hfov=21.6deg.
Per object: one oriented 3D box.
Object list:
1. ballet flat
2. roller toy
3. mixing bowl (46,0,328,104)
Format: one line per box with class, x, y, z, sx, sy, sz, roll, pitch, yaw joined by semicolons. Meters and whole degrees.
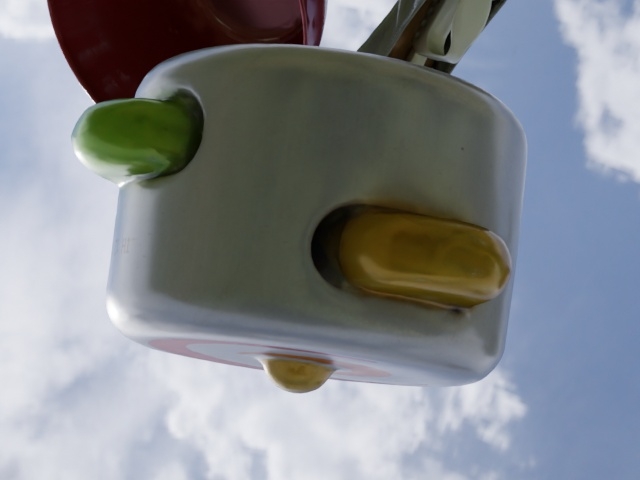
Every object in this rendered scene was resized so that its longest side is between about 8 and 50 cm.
ballet flat;0.067;-0.126;1.178;0.072;0.213;0.068;20;-159;-34
roller toy;0.000;0.000;0.796;0.209;0.191;0.146;4;-99;18
mixing bowl;-0.063;-0.151;1.008;0.181;0.181;0.098;31;-143;15
